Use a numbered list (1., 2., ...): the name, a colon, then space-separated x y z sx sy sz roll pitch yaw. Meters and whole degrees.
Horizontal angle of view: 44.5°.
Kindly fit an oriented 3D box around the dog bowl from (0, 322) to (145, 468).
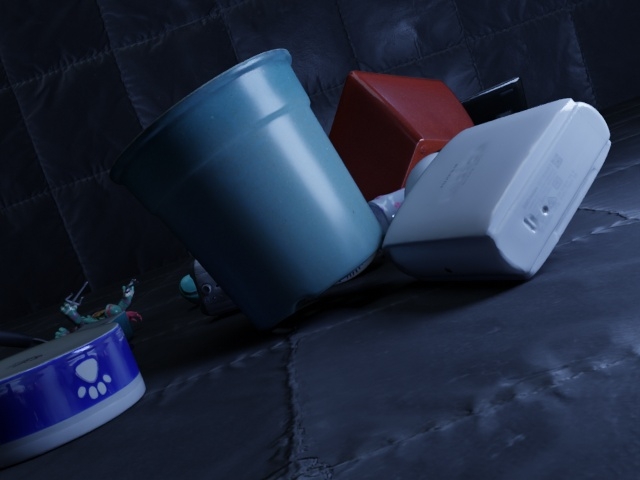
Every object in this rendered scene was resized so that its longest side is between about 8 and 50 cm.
1. dog bowl: -0.383 0.209 1.073 0.265 0.104 0.265 -20 6 2

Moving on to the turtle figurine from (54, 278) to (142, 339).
1. turtle figurine: -0.509 0.173 1.790 0.175 0.118 0.234 -5 -22 -45

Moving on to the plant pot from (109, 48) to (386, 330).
1. plant pot: -0.089 -0.062 1.230 0.341 0.334 0.341 -37 1 0

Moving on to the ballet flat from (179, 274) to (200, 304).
1. ballet flat: -0.205 0.080 1.814 0.247 0.083 0.087 -21 -27 -7

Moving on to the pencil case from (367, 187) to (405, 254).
1. pencil case: 0.223 -0.062 1.547 0.273 0.113 0.124 -22 -39 -17

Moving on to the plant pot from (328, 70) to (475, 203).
1. plant pot: 0.189 -0.184 1.678 0.267 0.267 0.236 -2 34 -33

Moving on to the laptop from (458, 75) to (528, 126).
1. laptop: 0.335 -0.224 2.021 0.382 0.408 0.236 -22 37 4

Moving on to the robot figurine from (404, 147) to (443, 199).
1. robot figurine: 0.278 -0.093 1.380 0.278 0.209 0.173 -22 27 -33

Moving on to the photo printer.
1. photo printer: 0.226 -0.060 1.103 0.256 0.107 0.307 -54 18 -17

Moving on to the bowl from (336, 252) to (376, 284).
1. bowl: 0.015 0.001 1.457 0.170 0.080 0.170 -17 36 13

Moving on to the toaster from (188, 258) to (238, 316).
1. toaster: -0.153 0.065 1.563 0.146 0.129 0.227 -14 5 15

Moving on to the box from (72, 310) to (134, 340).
1. box: -0.455 0.206 1.561 0.100 0.060 0.244 -20 6 3

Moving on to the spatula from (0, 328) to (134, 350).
1. spatula: -0.432 0.169 1.223 0.296 0.030 0.084 22 -66 -40
